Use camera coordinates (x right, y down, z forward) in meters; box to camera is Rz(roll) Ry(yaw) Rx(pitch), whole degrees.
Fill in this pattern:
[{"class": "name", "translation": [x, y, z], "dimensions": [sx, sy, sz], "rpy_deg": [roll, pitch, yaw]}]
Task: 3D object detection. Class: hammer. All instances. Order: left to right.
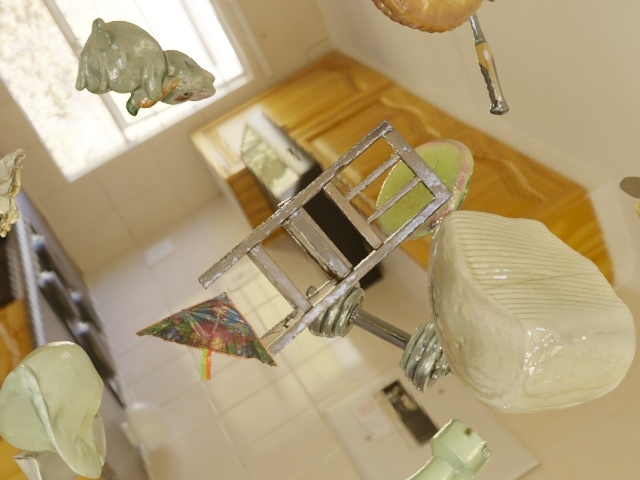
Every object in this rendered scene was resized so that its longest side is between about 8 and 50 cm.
[{"class": "hammer", "translation": [0.237, -0.276, 1.342], "dimensions": [0.021, 0.078, 0.201], "rpy_deg": [110, -35, -78]}]

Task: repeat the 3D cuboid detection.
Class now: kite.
[{"class": "kite", "translation": [-0.138, 0.124, 1.187], "dimensions": [0.010, 0.190, 0.159], "rpy_deg": [-87, -165, -54]}]

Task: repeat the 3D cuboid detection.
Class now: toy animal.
[{"class": "toy animal", "translation": [-0.252, -0.268, 1.483], "dimensions": [0.125, 0.251, 0.127], "rpy_deg": [53, -53, 36]}]

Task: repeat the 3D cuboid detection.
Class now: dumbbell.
[{"class": "dumbbell", "translation": [0.144, 0.207, 2.163], "dimensions": [0.406, 0.179, 0.179], "rpy_deg": [27, -19, 18]}]

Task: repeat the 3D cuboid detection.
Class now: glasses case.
[{"class": "glasses case", "translation": [-0.572, 0.479, 2.060], "dimensions": [0.308, 0.083, 0.128], "rpy_deg": [-25, 98, -75]}]

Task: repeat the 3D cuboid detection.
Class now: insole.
[{"class": "insole", "translation": [0.620, -0.089, 1.737], "dimensions": [0.135, 0.045, 0.002], "rpy_deg": [31, -6, 40]}]

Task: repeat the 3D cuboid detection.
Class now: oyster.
[{"class": "oyster", "translation": [-0.505, -0.073, 1.440], "dimensions": [0.165, 0.108, 0.053], "rpy_deg": [-95, 170, -45]}]

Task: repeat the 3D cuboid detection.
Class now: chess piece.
[{"class": "chess piece", "translation": [0.222, 0.520, 1.953], "dimensions": [0.194, 0.299, 0.194], "rpy_deg": [40, -21, 18]}]

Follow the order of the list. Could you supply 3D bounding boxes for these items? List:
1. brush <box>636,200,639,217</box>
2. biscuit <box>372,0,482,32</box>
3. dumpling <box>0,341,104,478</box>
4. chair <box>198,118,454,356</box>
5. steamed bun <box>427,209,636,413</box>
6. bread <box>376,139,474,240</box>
[{"class": "brush", "translation": [0.552, 0.053, 1.418], "dimensions": [0.013, 0.103, 0.272], "rpy_deg": [117, -43, -59]}, {"class": "biscuit", "translation": [0.124, -0.359, 1.118], "dimensions": [0.066, 0.220, 0.220], "rpy_deg": [9, -47, 54]}, {"class": "dumpling", "translation": [-0.536, 0.335, 1.843], "dimensions": [0.320, 0.212, 0.270], "rpy_deg": [-26, 110, -71]}, {"class": "chair", "translation": [0.000, 0.000, 1.644], "dimensions": [0.203, 0.416, 0.240], "rpy_deg": [49, -6, 0]}, {"class": "steamed bun", "translation": [0.302, 0.128, 1.462], "dimensions": [0.383, 0.247, 0.236], "rpy_deg": [-119, -145, -56]}, {"class": "bread", "translation": [0.192, -0.101, 1.764], "dimensions": [0.033, 0.228, 0.228], "rpy_deg": [38, 6, -33]}]
